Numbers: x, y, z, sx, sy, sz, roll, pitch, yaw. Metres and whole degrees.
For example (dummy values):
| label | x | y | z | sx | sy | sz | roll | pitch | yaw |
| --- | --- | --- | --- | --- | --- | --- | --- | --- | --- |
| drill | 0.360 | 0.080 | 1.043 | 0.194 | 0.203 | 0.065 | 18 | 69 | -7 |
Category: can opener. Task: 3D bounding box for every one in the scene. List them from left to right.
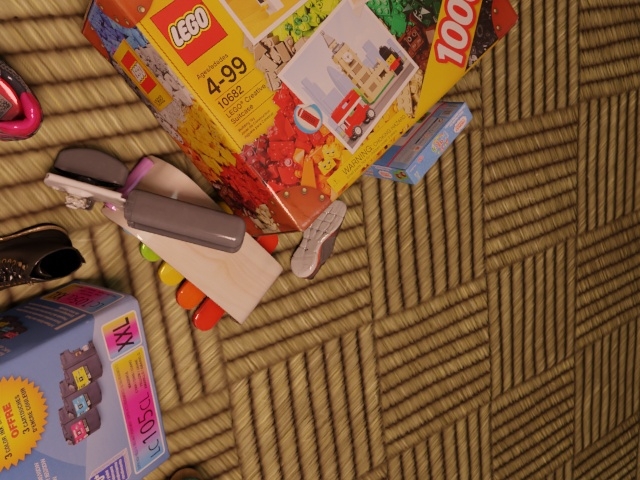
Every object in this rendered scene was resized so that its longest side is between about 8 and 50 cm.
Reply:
| label | x | y | z | sx | sy | sz | roll | pitch | yaw |
| --- | --- | --- | --- | --- | --- | --- | --- | --- | --- |
| can opener | -0.234 | -0.055 | 0.884 | 0.280 | 0.074 | 0.093 | 19 | 76 | -5 |

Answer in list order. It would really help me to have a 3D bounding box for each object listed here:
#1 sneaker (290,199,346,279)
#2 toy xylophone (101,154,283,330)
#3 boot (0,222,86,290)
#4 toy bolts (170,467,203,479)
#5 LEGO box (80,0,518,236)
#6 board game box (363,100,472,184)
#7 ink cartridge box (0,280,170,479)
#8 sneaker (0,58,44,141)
| label | x | y | z | sx | sy | sz | roll | pitch | yaw |
| --- | --- | --- | --- | --- | --- | --- | --- | --- | --- |
| sneaker | 0.000 | 0.000 | 1.171 | 0.158 | 0.061 | 0.065 | -59 | 153 | -8 |
| toy xylophone | -0.163 | -0.009 | 1.025 | 0.236 | 0.081 | 0.323 | -46 | 123 | -18 |
| boot | -0.408 | 0.040 | 0.830 | 0.197 | 0.137 | 0.077 | -32 | 118 | -24 |
| toy bolts | -0.256 | 0.484 | 1.054 | 0.218 | 0.158 | 0.229 | 18 | 96 | -18 |
| LEGO box | -0.009 | -0.306 | 0.928 | 0.500 | 0.193 | 0.372 | -45 | 108 | -21 |
| board game box | 0.130 | -0.175 | 1.111 | 0.160 | 0.211 | 0.039 | -49 | 125 | -15 |
| ink cartridge box | -0.399 | 0.252 | 0.806 | 0.395 | 0.151 | 0.270 | -29 | 118 | -48 |
| sneaker | -0.452 | -0.228 | 0.749 | 0.299 | 0.112 | 0.121 | 37 | 80 | -35 |
